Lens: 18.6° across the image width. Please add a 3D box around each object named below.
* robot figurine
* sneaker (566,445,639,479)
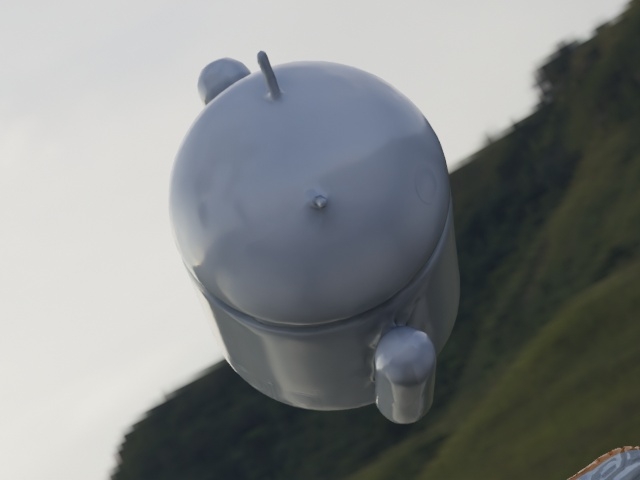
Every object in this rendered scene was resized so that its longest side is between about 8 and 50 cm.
[{"bbox_3d":[0.000,0.000,1.444,0.200,0.300,0.353,-33,-25,-9],"label":"robot figurine"},{"bbox_3d":[0.120,0.210,1.028,0.262,0.121,0.099,-33,-9,-43],"label":"sneaker"}]
